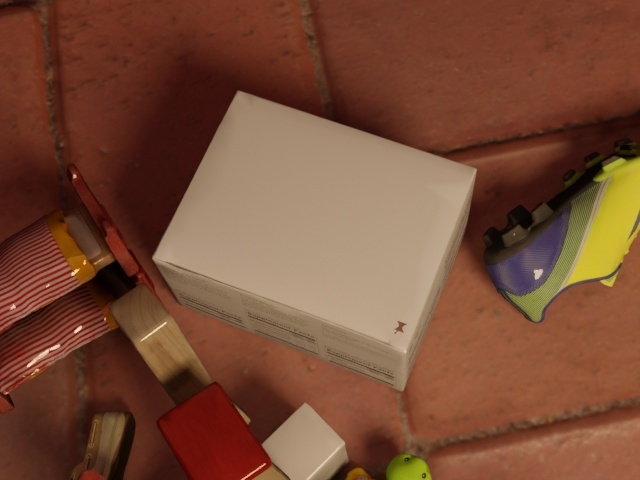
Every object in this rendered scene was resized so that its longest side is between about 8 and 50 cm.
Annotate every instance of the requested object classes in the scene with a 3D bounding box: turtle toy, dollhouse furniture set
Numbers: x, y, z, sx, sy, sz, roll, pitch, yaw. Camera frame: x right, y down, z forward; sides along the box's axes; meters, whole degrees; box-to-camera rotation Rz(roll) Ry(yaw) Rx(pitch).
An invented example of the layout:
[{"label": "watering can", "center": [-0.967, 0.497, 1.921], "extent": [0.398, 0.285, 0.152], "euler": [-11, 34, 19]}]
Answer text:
[{"label": "turtle toy", "center": [0.053, 0.257, 0.896], "extent": [0.095, 0.066, 0.130], "euler": [41, 75, 18]}, {"label": "dollhouse furniture set", "center": [-0.216, 0.122, 0.869], "extent": [0.201, 0.152, 0.374], "euler": [-34, 50, -11]}]

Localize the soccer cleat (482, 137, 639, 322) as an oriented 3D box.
[{"label": "soccer cleat", "center": [0.301, -0.020, 1.003], "extent": [0.289, 0.093, 0.121], "euler": [-32, 99, -14]}]

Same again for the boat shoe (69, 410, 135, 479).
[{"label": "boat shoe", "center": [-0.223, 0.233, 0.937], "extent": [0.045, 0.050, 0.135], "euler": [7, 58, 10]}]

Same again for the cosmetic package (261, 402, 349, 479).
[{"label": "cosmetic package", "center": [-0.078, 0.263, 0.887], "extent": [0.239, 0.099, 0.060], "euler": [-42, 68, -14]}]

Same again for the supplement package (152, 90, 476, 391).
[{"label": "supplement package", "center": [0.000, 0.000, 0.968], "extent": [0.261, 0.145, 0.204], "euler": [20, 70, 11]}]
